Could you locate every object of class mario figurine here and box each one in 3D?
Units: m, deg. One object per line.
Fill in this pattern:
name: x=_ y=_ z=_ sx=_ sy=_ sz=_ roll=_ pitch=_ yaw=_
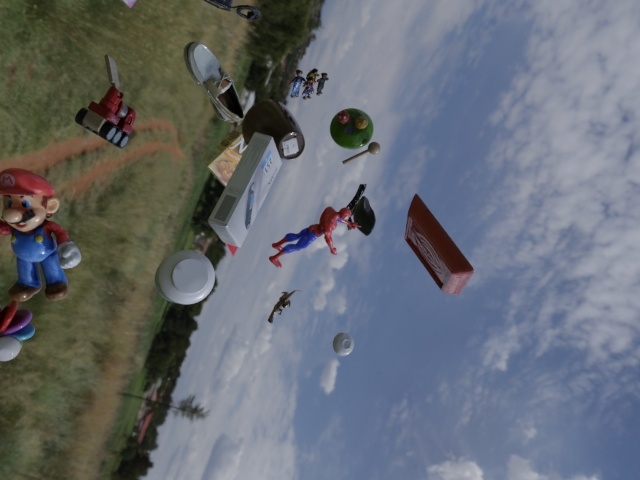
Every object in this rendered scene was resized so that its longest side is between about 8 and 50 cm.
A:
mario figurine: x=-0.679 y=-0.005 z=1.174 sx=0.170 sy=0.198 sz=0.321 roll=23 pitch=-59 yaw=45

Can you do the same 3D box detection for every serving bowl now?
serving bowl: x=0.087 y=0.372 z=1.846 sx=0.027 sy=0.083 sz=0.083 roll=-21 pitch=-131 yaw=60

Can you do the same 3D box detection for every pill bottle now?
pill bottle: x=-0.374 y=0.102 z=1.418 sx=0.264 sy=0.146 sz=0.146 roll=-17 pitch=-126 yaw=68

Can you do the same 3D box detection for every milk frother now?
milk frother: x=-0.217 y=-0.665 z=1.342 sx=0.129 sy=0.143 sz=0.135 roll=31 pitch=-75 yaw=37

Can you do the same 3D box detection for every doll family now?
doll family: x=-0.046 y=-0.622 z=2.019 sx=0.193 sy=0.076 sz=0.111 roll=-40 pitch=159 yaw=-43

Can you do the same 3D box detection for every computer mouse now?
computer mouse: x=0.140 y=-0.094 z=2.042 sx=0.262 sy=0.060 sz=0.184 roll=-99 pitch=-151 yaw=-46

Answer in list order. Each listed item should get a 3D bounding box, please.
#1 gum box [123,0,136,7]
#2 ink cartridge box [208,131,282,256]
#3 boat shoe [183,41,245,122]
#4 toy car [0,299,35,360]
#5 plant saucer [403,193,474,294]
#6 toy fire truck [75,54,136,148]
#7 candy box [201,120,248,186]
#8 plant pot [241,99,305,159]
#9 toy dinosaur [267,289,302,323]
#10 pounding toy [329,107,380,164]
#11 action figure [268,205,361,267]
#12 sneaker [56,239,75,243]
gum box: x=-0.639 y=-0.848 z=1.640 sx=0.107 sy=0.062 sz=0.188 roll=-52 pitch=172 yaw=1
ink cartridge box: x=-0.197 y=-0.117 z=1.485 sx=0.261 sy=0.066 sz=0.296 roll=74 pitch=37 yaw=-65
boat shoe: x=-0.344 y=-0.532 z=1.734 sx=0.103 sy=0.302 sz=0.113 roll=22 pitch=-115 yaw=37
toy car: x=-0.887 y=0.233 z=1.446 sx=0.136 sy=0.182 sz=0.159 roll=-34 pitch=-143 yaw=-10
plant saucer: x=0.312 y=0.028 z=1.434 sx=0.047 sy=0.258 sz=0.259 roll=-31 pitch=160 yaw=-5
toy fire truck: x=-0.703 y=-0.468 z=1.741 sx=0.246 sy=0.158 sz=0.217 roll=-59 pitch=-177 yaw=-2
candy box: x=-0.402 y=-0.424 z=2.516 sx=0.316 sy=0.183 sz=0.087 roll=-45 pitch=-135 yaw=-7
plant pot: x=-0.157 y=-0.394 z=1.943 sx=0.230 sy=0.215 sz=0.215 roll=46 pitch=-62 yaw=48
toy dinosaur: x=-0.144 y=0.239 z=2.061 sx=0.211 sy=0.064 sz=0.112 roll=-44 pitch=180 yaw=-29
pounding toy: x=0.136 y=-0.450 z=2.081 sx=0.110 sy=0.182 sz=0.237 roll=82 pitch=-9 yaw=-74
action figure: x=0.000 y=0.000 z=1.422 sx=0.280 sy=0.139 sz=0.091 roll=-34 pitch=-145 yaw=35
sneaker: x=-0.959 y=0.027 z=1.964 sx=0.098 sy=0.038 sz=0.069 roll=91 pitch=20 yaw=-44
